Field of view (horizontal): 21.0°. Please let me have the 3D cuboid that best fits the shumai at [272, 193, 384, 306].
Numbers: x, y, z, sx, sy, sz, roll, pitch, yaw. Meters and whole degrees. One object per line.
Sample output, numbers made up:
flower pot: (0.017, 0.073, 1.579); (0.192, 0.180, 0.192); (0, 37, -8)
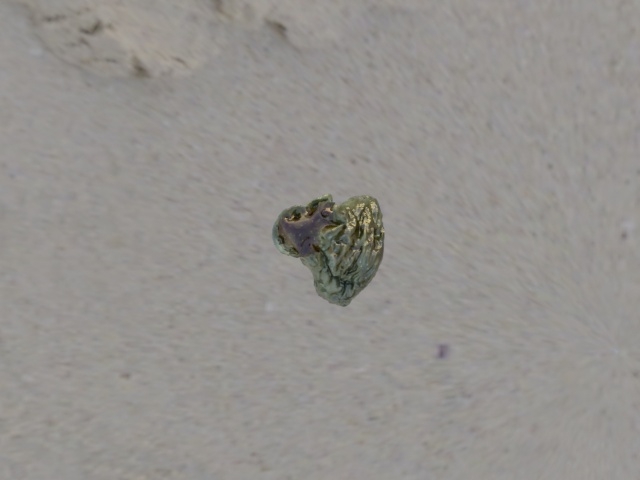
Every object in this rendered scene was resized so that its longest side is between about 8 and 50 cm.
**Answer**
shumai: (0.000, 0.000, 1.249); (0.080, 0.082, 0.083); (19, 103, -23)
